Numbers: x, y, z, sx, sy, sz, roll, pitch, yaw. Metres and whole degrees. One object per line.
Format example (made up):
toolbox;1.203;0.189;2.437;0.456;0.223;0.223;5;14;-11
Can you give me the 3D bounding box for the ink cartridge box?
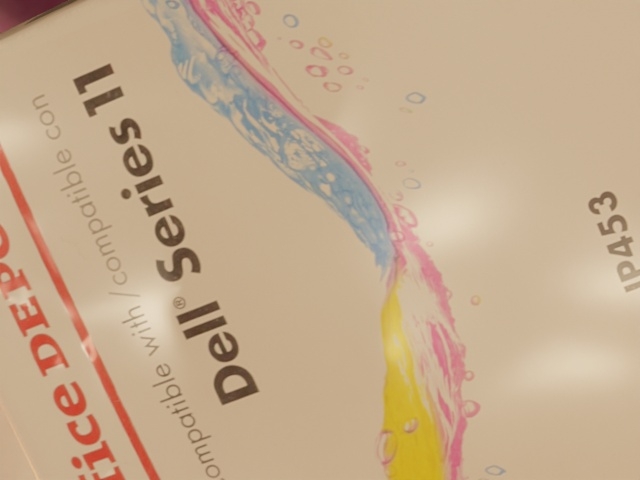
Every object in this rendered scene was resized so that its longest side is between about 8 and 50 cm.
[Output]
ink cartridge box;0.000;0.000;0.583;0.353;0.119;0.207;-22;100;16
